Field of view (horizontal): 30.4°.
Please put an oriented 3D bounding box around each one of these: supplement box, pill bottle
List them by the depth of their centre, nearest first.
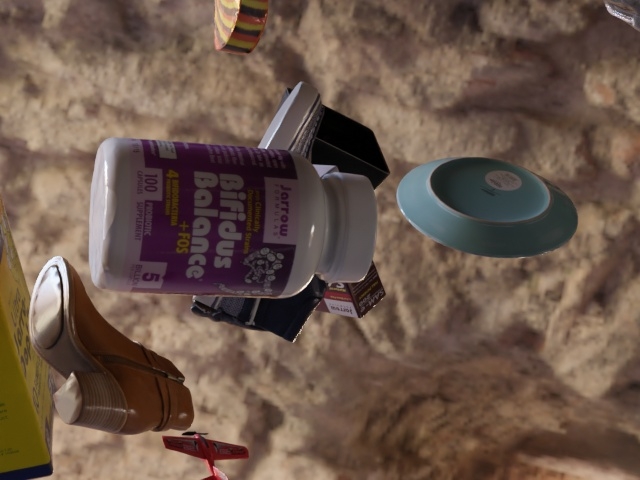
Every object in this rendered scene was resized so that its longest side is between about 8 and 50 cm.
[{"bbox_3d":[-0.097,-0.021,1.305,0.301,0.169,0.169,2,-9,-17],"label":"pill bottle"},{"bbox_3d":[-0.475,0.130,1.521,0.195,0.357,0.194,-10,32,-5],"label":"supplement box"},{"bbox_3d":[0.000,0.000,1.836,0.130,0.073,0.239,6,-52,46],"label":"supplement box"}]

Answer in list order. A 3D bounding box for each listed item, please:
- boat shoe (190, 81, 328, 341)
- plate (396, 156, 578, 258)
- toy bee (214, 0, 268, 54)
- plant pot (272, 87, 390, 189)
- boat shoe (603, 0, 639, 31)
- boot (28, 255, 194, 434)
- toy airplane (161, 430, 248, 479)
[{"bbox_3d":[-0.037,-0.029,1.567,0.158,0.341,0.127,25,11,-9],"label":"boat shoe"},{"bbox_3d":[0.172,-0.044,1.206,0.188,0.188,0.024,12,-55,10],"label":"plate"},{"bbox_3d":[-0.131,-0.455,1.852,0.195,0.298,0.162,-20,-7,-38],"label":"toy bee"},{"bbox_3d":[-0.012,-0.132,2.090,0.187,0.167,0.188,25,24,-21],"label":"plant pot"},{"bbox_3d":[0.474,-0.295,1.493,0.335,0.112,0.095,41,-4,39],"label":"boat shoe"},{"bbox_3d":[-0.214,0.114,1.215,0.073,0.197,0.152,-36,-32,32],"label":"boot"},{"bbox_3d":[-0.164,0.330,1.763,0.151,0.028,0.151,22,15,-6],"label":"toy airplane"}]
